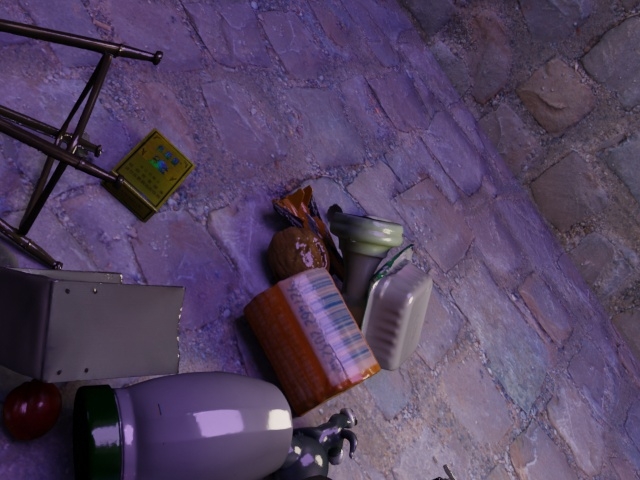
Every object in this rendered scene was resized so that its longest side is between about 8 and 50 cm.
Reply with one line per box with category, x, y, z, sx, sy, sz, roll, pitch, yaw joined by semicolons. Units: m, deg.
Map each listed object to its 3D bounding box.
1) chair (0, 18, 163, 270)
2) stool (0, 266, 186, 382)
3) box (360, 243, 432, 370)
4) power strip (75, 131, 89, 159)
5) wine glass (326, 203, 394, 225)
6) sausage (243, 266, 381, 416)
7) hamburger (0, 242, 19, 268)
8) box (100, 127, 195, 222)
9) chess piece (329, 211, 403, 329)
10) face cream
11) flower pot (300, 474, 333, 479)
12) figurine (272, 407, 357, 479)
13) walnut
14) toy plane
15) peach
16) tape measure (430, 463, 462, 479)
chair;-0.594;-0.230;1.450;0.410;0.364;0.362;25;49;-23
stool;-0.425;0.145;1.363;0.270;0.244;0.170;5;90;-45
box;0.200;0.200;1.966;0.106;0.336;0.264;21;29;25
power strip;-0.552;-0.219;1.754;0.027;0.017;0.083;22;46;-34
wine glass;0.133;-0.055;2.317;0.262;0.074;0.074;11;53;-43
sausage;-0.020;0.234;1.780;0.233;0.233;0.287;-17;73;-52
hamburger;-0.625;0.066;1.407;0.133;0.062;0.140;8;57;-39
box;-0.409;-0.160;1.822;0.141;0.064;0.220;43;40;-13
chess piece;0.100;0.086;1.987;0.194;0.194;0.299;8;94;-44
face cream;-0.250;0.355;1.365;0.357;0.312;0.219;0;70;-26
flower pot;0.000;0.611;1.437;0.379;0.379;0.251;5;36;-45
figurine;-0.002;0.482;1.676;0.265;0.140;0.193;-24;97;-30
walnut;-0.054;0.055;1.957;0.155;0.155;0.184;-7;67;-49
toy plane;-0.010;0.005;2.090;0.316;0.103;0.204;63;30;-1
peach;-0.502;0.297;1.325;0.101;0.101;0.100;28;43;-30
tape measure;0.339;0.683;1.901;0.196;0.105;0.178;38;38;-17
